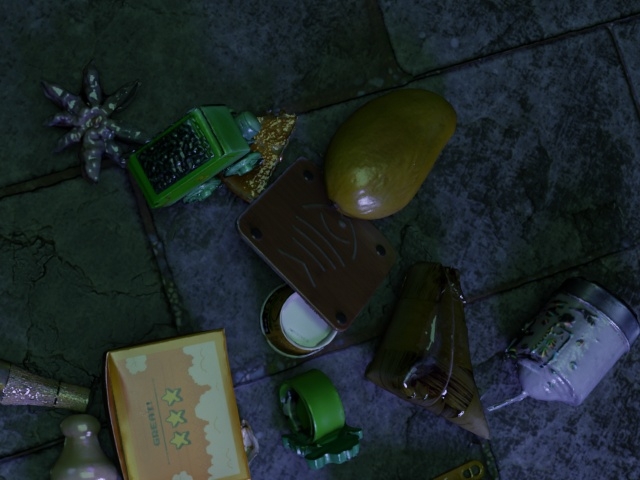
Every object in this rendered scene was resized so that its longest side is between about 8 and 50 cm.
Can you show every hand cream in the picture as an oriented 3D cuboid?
[{"bbox_3d":[-0.506,0.265,1.854,0.203,0.084,0.083,14,80,-16],"label":"hand cream"}]

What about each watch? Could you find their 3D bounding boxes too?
[{"bbox_3d":[-0.001,0.319,1.919,0.131,0.165,0.152,-17,106,-26],"label":"watch"}]

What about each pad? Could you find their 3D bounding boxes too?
[{"bbox_3d":[0.000,0.000,1.956,0.286,0.018,0.284,46,42,-5],"label":"pad"}]

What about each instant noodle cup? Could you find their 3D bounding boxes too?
[{"bbox_3d":[-0.032,0.146,1.953,0.152,0.122,0.151,1,83,-11],"label":"instant noodle cup"}]

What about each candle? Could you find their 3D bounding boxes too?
[{"bbox_3d":[0.465,0.229,2.032,0.187,0.187,0.330,45,78,-5],"label":"candle"}]

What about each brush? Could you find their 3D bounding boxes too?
[{"bbox_3d":[0.200,0.491,2.022,0.272,0.013,0.103,-19,88,-15],"label":"brush"}]

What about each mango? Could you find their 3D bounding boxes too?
[{"bbox_3d":[0.127,-0.180,2.023,0.195,0.142,0.331,38,66,-8],"label":"mango"}]

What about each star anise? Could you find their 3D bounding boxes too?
[{"bbox_3d":[-0.415,-0.216,1.923,0.229,0.093,0.236,11,79,-11],"label":"star anise"}]

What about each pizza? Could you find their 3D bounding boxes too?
[{"bbox_3d":[-0.120,-0.176,2.001,0.193,0.053,0.201,-25,82,-2],"label":"pizza"}]

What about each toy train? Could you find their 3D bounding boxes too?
[{"bbox_3d":[-0.227,-0.152,1.882,0.243,0.188,0.132,-31,84,25],"label":"toy train"}]

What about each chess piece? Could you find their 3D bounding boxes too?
[{"bbox_3d":[-0.411,0.461,1.837,0.124,0.139,0.307,10,73,-55],"label":"chess piece"}]

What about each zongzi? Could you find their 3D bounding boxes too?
[{"bbox_3d":[0.260,0.211,2.024,0.300,0.145,0.273,30,72,-25],"label":"zongzi"}]

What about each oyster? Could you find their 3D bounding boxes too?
[{"bbox_3d":[-0.142,0.384,1.943,0.051,0.034,0.093,26,79,-21],"label":"oyster"}]

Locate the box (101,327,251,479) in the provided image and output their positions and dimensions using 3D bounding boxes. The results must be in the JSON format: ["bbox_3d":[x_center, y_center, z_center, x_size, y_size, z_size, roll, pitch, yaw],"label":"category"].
[{"bbox_3d":[-0.262,0.297,1.797,0.214,0.283,0.259,-8,85,-13],"label":"box"}]
